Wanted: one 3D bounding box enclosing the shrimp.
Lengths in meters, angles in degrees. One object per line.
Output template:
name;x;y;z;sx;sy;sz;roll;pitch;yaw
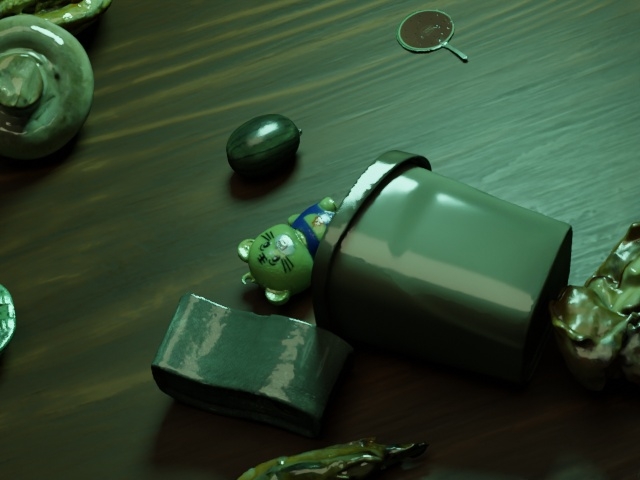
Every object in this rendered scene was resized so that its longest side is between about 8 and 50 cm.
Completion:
shrimp;0.005;0.298;1.654;0.254;0.059;0.145;-13;54;5

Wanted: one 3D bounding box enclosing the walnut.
walnut;0.383;0.084;1.668;0.238;0.141;0.204;-9;41;10

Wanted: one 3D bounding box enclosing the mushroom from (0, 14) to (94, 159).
mushroom;-0.419;-0.215;2.049;0.204;0.204;0.204;-7;52;9

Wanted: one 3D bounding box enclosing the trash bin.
trash bin;0.150;0.041;1.722;0.250;0.220;0.219;19;62;18

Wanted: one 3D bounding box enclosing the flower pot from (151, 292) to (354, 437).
flower pot;-0.081;0.152;1.757;0.229;0.103;0.108;14;61;20

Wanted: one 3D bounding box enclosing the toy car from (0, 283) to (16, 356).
toy car;-0.548;0.129;1.884;0.306;0.125;0.136;-5;52;-17

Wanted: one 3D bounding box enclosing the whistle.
whistle;0.000;0.000;1.863;0.227;0.085;0.105;-29;61;-8

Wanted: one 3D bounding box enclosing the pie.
pie;-0.405;-0.339;2.197;0.205;0.179;0.084;-21;95;-3

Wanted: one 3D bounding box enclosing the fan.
fan;0.165;-0.289;2.088;0.085;0.005;0.133;-38;53;-15

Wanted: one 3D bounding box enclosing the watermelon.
watermelon;-0.076;-0.130;1.987;0.111;0.078;0.078;-31;52;-10
